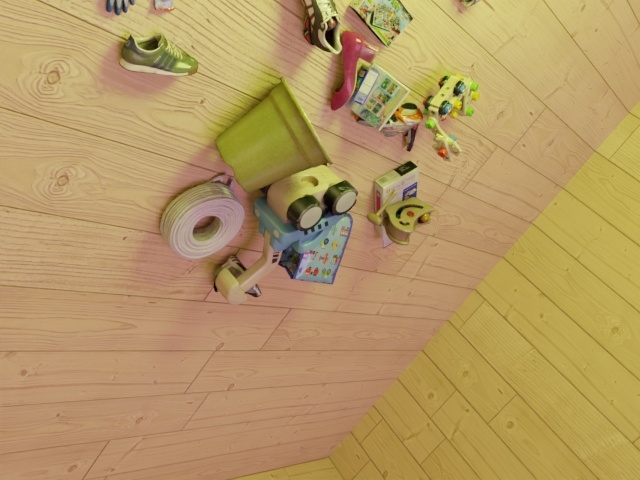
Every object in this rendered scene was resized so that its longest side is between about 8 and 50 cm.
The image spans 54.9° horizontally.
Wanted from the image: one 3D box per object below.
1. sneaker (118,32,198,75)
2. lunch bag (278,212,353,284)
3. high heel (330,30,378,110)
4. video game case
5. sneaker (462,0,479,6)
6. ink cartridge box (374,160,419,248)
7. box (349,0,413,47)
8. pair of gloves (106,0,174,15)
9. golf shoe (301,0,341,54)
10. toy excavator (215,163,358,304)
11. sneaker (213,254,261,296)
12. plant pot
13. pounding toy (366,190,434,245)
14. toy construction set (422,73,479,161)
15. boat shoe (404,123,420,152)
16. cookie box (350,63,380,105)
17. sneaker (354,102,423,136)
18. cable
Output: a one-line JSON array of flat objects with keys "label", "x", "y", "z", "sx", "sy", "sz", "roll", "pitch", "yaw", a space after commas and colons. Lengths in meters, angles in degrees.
[{"label": "sneaker", "x": -0.366, "y": -0.436, "z": 1.433, "sx": 0.192, "sy": 0.064, "sz": 0.086, "roll": -7, "pitch": 139, "yaw": -36}, {"label": "lunch bag", "x": 0.000, "y": 0.000, "z": 2.269, "sx": 0.221, "sy": 0.138, "sz": 0.293, "roll": 12, "pitch": 111, "yaw": -48}, {"label": "high heel", "x": 0.062, "y": -0.496, "z": 1.814, "sx": 0.117, "sy": 0.082, "sz": 0.244, "roll": 23, "pitch": 134, "yaw": -18}, {"label": "video game case", "x": 0.175, "y": -0.446, "z": 1.919, "sx": 0.157, "sy": 0.143, "sz": 0.019, "roll": -52, "pitch": -174, "yaw": 16}, {"label": "sneaker", "x": 0.449, "y": -0.794, "z": 1.828, "sx": 0.095, "sy": 0.090, "sz": 0.235, "roll": -34, "pitch": 146, "yaw": 6}, {"label": "ink cartridge box", "x": 0.302, "y": -0.136, "z": 2.454, "sx": 0.176, "sy": 0.069, "sz": 0.370, "roll": -30, "pitch": 143, "yaw": -17}, {"label": "box", "x": 0.176, "y": -0.651, "z": 1.757, "sx": 0.114, "sy": 0.036, "sz": 0.207, "roll": -49, "pitch": 146, "yaw": 11}, {"label": "pair of gloves", "x": -0.384, "y": -0.560, "z": 1.314, "sx": 0.198, "sy": 0.023, "sz": 0.159, "roll": -18, "pitch": 140, "yaw": -31}, {"label": "golf shoe", "x": 0.005, "y": -0.603, "z": 1.568, "sx": 0.105, "sy": 0.120, "sz": 0.272, "roll": -33, "pitch": 145, "yaw": -10}, {"label": "toy excavator", "x": -0.123, "y": -0.014, "z": 2.001, "sx": 0.433, "sy": 0.222, "sz": 0.445, "roll": -24, "pitch": 144, "yaw": -32}, {"label": "sneaker", "x": -0.307, "y": 0.151, "z": 2.171, "sx": 0.132, "sy": 0.086, "sz": 0.228, "roll": -33, "pitch": 136, "yaw": -3}, {"label": "plant pot", "x": -0.141, "y": -0.270, "z": 1.711, "sx": 0.254, "sy": 0.276, "sz": 0.276, "roll": -30, "pitch": 147, "yaw": 4}, {"label": "pounding toy", "x": 0.323, "y": -0.092, "z": 2.332, "sx": 0.270, "sy": 0.154, "sz": 0.154, "roll": -21, "pitch": 142, "yaw": -29}, {"label": "toy construction set", "x": 0.438, "y": -0.437, "z": 2.103, "sx": 0.215, "sy": 0.151, "sz": 0.327, "roll": 73, "pitch": 34, "yaw": -55}, {"label": "boat shoe", "x": 0.324, "y": -0.377, "z": 2.218, "sx": 0.043, "sy": 0.049, "sz": 0.137, "roll": 11, "pitch": 138, "yaw": 1}, {"label": "cookie box", "x": 0.129, "y": -0.470, "z": 1.855, "sx": 0.040, "sy": 0.092, "sz": 0.107, "roll": 23, "pitch": 108, "yaw": -18}, {"label": "sneaker", "x": 0.216, "y": -0.388, "z": 2.055, "sx": 0.263, "sy": 0.099, "sz": 0.121, "roll": -5, "pitch": 151, "yaw": -31}, {"label": "cable", "x": -0.352, "y": -0.056, "z": 1.866, "sx": 0.257, "sy": 0.089, "sz": 0.257, "roll": -25, "pitch": 144, "yaw": -23}]
